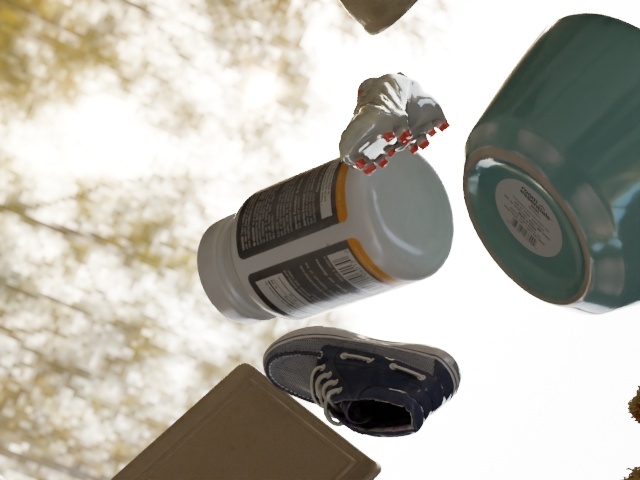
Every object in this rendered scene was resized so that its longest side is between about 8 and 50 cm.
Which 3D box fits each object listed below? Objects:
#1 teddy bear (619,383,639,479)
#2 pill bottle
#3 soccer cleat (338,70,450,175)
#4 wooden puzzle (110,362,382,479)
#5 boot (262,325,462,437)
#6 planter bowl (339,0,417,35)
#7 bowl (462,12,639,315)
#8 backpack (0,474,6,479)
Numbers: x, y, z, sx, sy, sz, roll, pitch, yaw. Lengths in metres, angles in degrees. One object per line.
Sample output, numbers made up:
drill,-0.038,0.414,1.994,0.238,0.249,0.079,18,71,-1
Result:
teddy bear,0.398,0.263,1.658,0.245,0.113,0.338,3,-124,33
pill bottle,0.000,0.000,1.843,0.278,0.162,0.162,-20,-134,42
soccer cleat,0.051,-0.107,1.434,0.068,0.076,0.196,-43,172,23
wooden puzzle,-0.084,0.270,1.856,0.221,0.239,0.044,-41,146,-24
boot,0.017,0.120,1.380,0.190,0.069,0.086,-1,-158,32
planter bowl,0.067,-0.333,1.897,0.162,0.109,0.162,-47,-162,20
bowl,0.257,-0.049,1.615,0.163,0.311,0.311,-35,-174,-24
backpack,-0.356,0.265,1.265,0.213,0.263,0.276,43,-51,31
